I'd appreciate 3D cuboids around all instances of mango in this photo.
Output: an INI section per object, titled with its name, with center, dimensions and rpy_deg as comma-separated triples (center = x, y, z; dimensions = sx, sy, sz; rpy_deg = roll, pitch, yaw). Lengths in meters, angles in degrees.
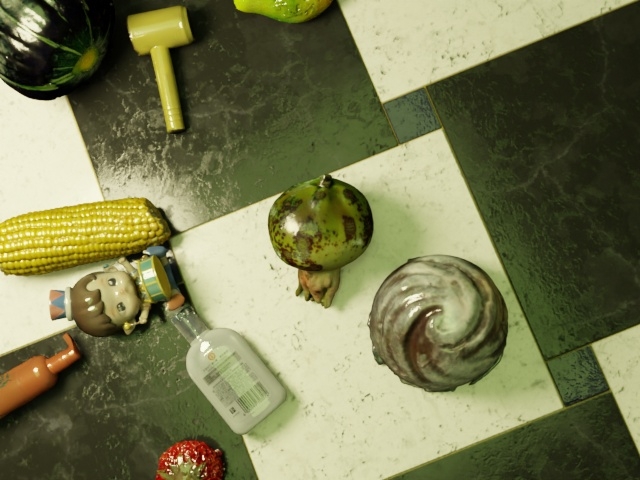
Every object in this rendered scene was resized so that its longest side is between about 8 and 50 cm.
[mango]
center = -0.076, -0.546, 1.630
dimensions = 0.233, 0.111, 0.125
rpy_deg = -11, 79, 3

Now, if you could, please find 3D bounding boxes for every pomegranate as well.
[pomegranate]
center = 0.004, 0.006, 1.517
dimensions = 0.222, 0.204, 0.276
rpy_deg = -1, 87, -12

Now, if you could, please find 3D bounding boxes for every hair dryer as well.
[hair dryer]
center = -0.337, -0.380, 1.647
dimensions = 0.135, 0.090, 0.278
rpy_deg = -11, 89, 0

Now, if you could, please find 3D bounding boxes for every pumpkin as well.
[pumpkin]
center = -0.590, -0.465, 1.557
dimensions = 0.296, 0.296, 0.295
rpy_deg = 0, 84, 3

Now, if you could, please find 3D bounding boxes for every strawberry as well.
[strawberry]
center = -0.274, 0.490, 1.536
dimensions = 0.145, 0.086, 0.145
rpy_deg = -1, 83, 5

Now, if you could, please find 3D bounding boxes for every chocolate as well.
[chocolate]
center = 0.248, 0.168, 1.481
dimensions = 0.304, 0.213, 0.302
rpy_deg = 0, 82, 3

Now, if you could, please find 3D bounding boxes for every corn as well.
[corn]
center = -0.523, -0.013, 1.583
dimensions = 0.388, 0.144, 0.143
rpy_deg = -13, 83, -2

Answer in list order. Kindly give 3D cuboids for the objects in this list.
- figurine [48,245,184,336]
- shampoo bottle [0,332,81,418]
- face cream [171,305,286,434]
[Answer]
[figurine]
center = -0.433, 0.119, 1.549
dimensions = 0.276, 0.158, 0.161
rpy_deg = -24, 79, 0
[shampoo bottle]
center = -0.629, 0.299, 1.580
dimensions = 0.244, 0.085, 0.085
rpy_deg = -33, 83, -2
[face cream]
center = -0.209, 0.266, 1.564
dimensions = 0.144, 0.071, 0.291
rpy_deg = -42, 84, -3
